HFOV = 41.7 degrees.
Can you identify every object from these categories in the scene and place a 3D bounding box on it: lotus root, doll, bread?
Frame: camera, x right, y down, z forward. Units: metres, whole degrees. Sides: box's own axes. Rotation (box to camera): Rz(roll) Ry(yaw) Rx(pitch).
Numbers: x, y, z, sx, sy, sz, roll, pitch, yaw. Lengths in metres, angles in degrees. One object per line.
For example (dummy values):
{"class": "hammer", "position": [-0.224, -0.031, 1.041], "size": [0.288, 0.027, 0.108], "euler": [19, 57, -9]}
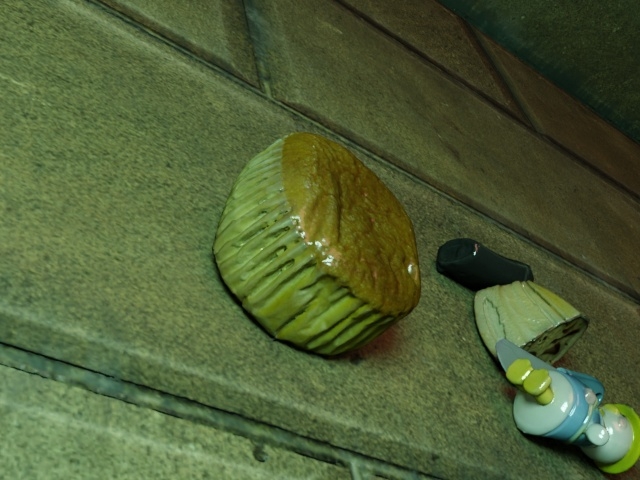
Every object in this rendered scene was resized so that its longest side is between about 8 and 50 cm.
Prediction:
{"class": "lotus root", "position": [0.299, 0.128, 1.218], "size": [0.159, 0.095, 0.135], "euler": [-13, 42, -9]}
{"class": "doll", "position": [0.341, 0.236, 1.099], "size": [0.241, 0.135, 0.099], "euler": [27, 59, -25]}
{"class": "bread", "position": [0.000, 0.000, 0.945], "size": [0.227, 0.142, 0.253], "euler": [40, 24, -20]}

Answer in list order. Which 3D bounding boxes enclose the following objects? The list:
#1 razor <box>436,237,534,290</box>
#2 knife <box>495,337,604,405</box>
{"class": "razor", "position": [0.247, 0.043, 1.264], "size": [0.148, 0.090, 0.054], "euler": [22, 66, -35]}
{"class": "knife", "position": [0.315, 0.193, 1.171], "size": [0.244, 0.058, 0.032], "euler": [24, 8, -34]}
